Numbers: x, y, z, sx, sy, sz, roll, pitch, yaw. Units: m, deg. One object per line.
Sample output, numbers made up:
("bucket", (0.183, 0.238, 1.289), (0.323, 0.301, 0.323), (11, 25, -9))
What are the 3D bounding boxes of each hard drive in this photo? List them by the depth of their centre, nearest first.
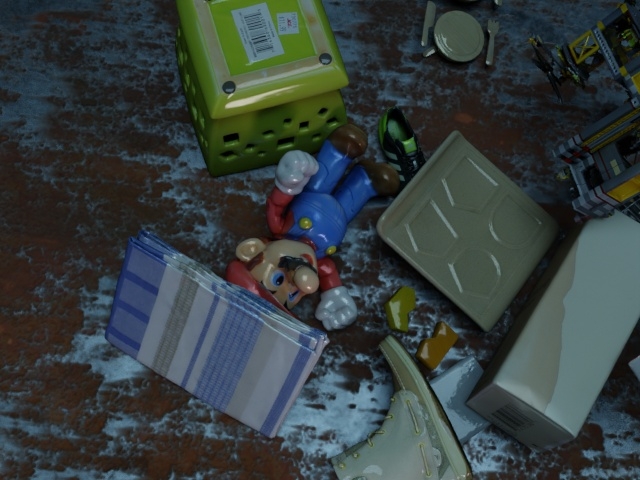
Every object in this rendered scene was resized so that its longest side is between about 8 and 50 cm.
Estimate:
("hard drive", (0.181, 0.233, 1.094), (0.135, 0.022, 0.094), (-31, 77, -12))

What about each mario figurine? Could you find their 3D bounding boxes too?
("mario figurine", (0.000, 0.000, 1.082), (0.198, 0.170, 0.320), (32, 72, 5))

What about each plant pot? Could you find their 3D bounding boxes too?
("plant pot", (-0.086, -0.250, 1.134), (0.227, 0.207, 0.228), (-15, 75, -9))

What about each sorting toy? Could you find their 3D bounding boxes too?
("sorting toy", (0.185, 0.019, 1.122), (0.229, 0.041, 0.307), (43, 68, -5))

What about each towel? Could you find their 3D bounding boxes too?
("towel", (-0.145, 0.127, 1.034), (0.285, 0.209, 0.034), (29, 35, 7))

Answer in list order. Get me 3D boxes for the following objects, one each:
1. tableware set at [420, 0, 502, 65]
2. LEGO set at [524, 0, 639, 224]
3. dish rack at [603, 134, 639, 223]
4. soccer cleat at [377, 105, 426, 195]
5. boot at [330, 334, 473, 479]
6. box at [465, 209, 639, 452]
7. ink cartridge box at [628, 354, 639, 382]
("tableware set", (0.226, -0.376, 1.280), (0.128, 0.039, 0.194), (13, 78, -11))
("LEGO set", (0.413, -0.142, 1.067), (0.255, 0.192, 0.331), (12, 53, -44))
("dish rack", (0.531, -0.112, 1.181), (0.271, 0.074, 0.208), (-33, 63, -8))
("soccer cleat", (0.131, -0.115, 1.173), (0.060, 0.072, 0.179), (-20, 75, -9))
("boot", (0.083, 0.248, 1.041), (0.165, 0.077, 0.213), (-28, 78, 5))
("box", (0.336, 0.115, 1.063), (0.121, 0.148, 0.311), (33, 67, 9))
("ink cartridge box", (0.583, 0.096, 1.030), (0.385, 0.308, 0.091), (-40, 34, 5))
